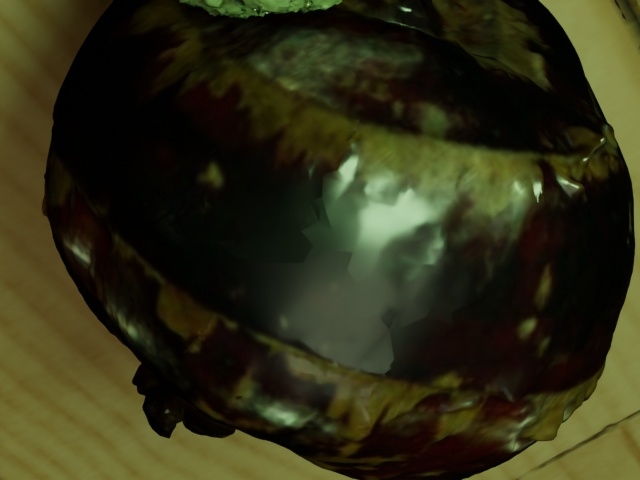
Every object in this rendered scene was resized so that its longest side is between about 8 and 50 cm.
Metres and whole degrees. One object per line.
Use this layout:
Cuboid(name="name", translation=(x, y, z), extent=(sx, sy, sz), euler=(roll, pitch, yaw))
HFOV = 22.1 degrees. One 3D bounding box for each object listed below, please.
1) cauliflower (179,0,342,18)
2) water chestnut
Cuboid(name="cauliflower", translation=(-0.025, -0.246, 0.612), extent=(0.250, 0.275, 0.272), euler=(10, 149, 18))
Cuboid(name="water chestnut", translation=(0.000, 0.000, 0.767), extent=(0.300, 0.300, 0.300), euler=(-9, 132, -10))
